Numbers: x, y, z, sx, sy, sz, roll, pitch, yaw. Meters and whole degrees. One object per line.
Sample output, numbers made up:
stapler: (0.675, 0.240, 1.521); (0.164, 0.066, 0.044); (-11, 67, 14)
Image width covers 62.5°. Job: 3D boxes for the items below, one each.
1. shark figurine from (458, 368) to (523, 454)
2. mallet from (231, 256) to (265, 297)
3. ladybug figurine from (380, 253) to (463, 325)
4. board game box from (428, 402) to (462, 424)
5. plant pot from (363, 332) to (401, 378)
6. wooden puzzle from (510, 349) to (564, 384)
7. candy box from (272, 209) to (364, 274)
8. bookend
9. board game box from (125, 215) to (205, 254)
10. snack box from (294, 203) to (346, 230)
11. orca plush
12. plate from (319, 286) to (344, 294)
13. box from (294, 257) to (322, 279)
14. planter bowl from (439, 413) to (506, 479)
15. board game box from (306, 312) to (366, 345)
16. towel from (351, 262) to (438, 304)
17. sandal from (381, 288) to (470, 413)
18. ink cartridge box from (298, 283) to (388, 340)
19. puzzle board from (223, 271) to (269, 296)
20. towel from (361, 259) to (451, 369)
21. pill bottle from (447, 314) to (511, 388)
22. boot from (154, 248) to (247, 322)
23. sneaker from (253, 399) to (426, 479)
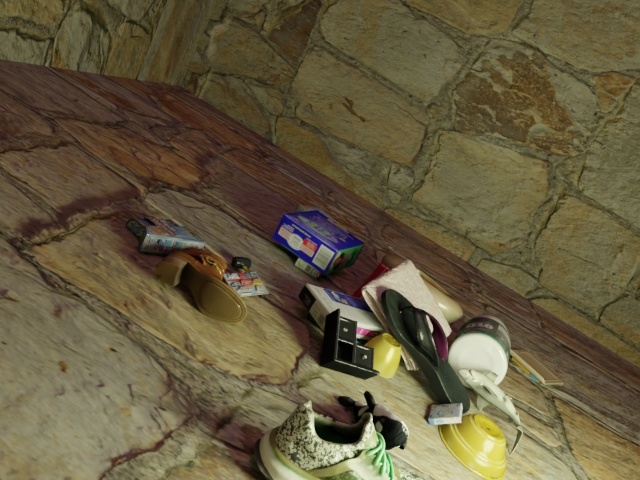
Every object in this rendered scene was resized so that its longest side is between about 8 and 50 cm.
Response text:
shark figurine: (0.556, 0.532, 1.692); (0.166, 0.116, 0.278); (4, 39, -48)
mallet: (-0.232, 0.116, 1.692); (0.062, 0.039, 0.190); (16, 26, -37)
ladybug figurine: (0.388, 0.215, 2.177); (0.305, 0.162, 0.449); (28, 12, -39)
board game box: (0.362, 0.500, 1.521); (0.090, 0.089, 0.020); (-27, 104, -69)
plant pot: (0.197, 0.347, 1.641); (0.134, 0.095, 0.134); (27, 18, -10)
wooden puzzle: (0.954, 0.572, 2.360); (0.238, 0.044, 0.221); (20, 19, -44)
candy box: (0.000, 0.000, 2.116); (0.268, 0.122, 0.317); (35, 19, 17)
bookend: (0.090, 0.299, 1.513); (0.157, 0.072, 0.156); (23, 54, -23)
board game box: (-0.484, -0.019, 1.586); (0.194, 0.060, 0.194); (34, 17, 26)
snack box: (-0.001, -0.090, 2.578); (0.207, 0.070, 0.174); (39, 20, 31)
orca plush: (0.100, 0.432, 1.231); (0.151, 0.102, 0.287); (63, -18, -18)
plate: (0.064, 0.219, 1.901); (0.188, 0.024, 0.188); (27, 18, -10)
box: (-0.024, 0.085, 2.107); (0.114, 0.036, 0.207); (32, 17, 4)
planter bowl: (0.450, 0.556, 1.484); (0.217, 0.090, 0.217); (27, 17, -9)
board game box: (0.055, 0.284, 1.700); (0.186, 0.026, 0.126); (36, 18, 18)
towel: (0.274, 0.229, 1.982); (0.274, 0.199, 0.031); (36, -17, 20)
sandal: (0.352, 0.329, 1.658); (0.446, 0.107, 0.167); (56, 31, 7)
ink cartridge box: (0.112, 0.249, 1.740); (0.370, 0.069, 0.176); (18, 20, -39)
puzzle board: (-0.230, 0.133, 1.627); (0.128, 0.011, 0.096); (-2, 43, -44)
towel: (0.303, 0.245, 1.808); (0.331, 0.053, 0.317); (-23, 82, -54)
pill bottle: (0.604, 0.402, 1.974); (0.204, 0.204, 0.361); (35, 17, 15)
boot: (-0.306, 0.116, 1.486); (0.283, 0.109, 0.220); (24, 13, 5)
sneaker: (0.083, 0.439, 1.050); (0.410, 0.182, 0.158); (25, 18, -18)
